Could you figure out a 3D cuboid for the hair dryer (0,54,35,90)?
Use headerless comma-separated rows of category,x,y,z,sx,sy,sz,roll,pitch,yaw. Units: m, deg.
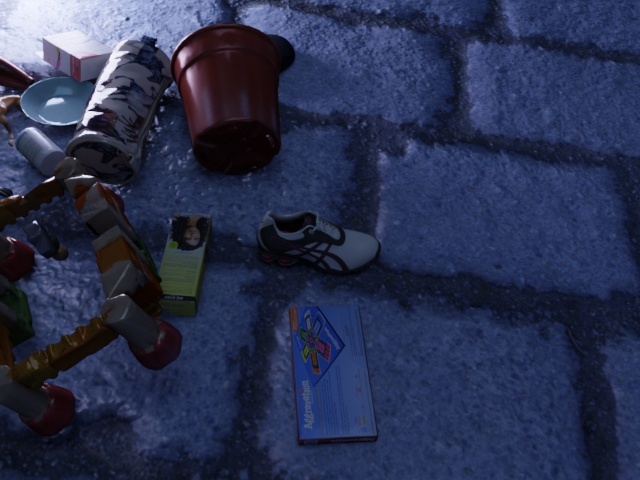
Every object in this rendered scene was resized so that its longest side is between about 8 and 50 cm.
hair dryer,-0.871,-0.387,1.679,0.294,0.080,0.223,-15,83,-18

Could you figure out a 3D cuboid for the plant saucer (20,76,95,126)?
plant saucer,-0.641,-0.336,1.674,0.195,0.037,0.194,5,49,-6

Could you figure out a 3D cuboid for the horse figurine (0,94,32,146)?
horse figurine,-0.829,-0.289,1.589,0.263,0.066,0.174,-1,61,-18

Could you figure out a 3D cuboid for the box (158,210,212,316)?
box,-0.283,0.045,1.398,0.087,0.058,0.232,4,51,-3

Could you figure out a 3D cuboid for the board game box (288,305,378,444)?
board game box,0.020,0.250,1.288,0.145,0.027,0.281,0,51,-8

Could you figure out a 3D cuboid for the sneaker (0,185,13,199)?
sneaker,-0.762,-0.114,1.476,0.188,0.067,0.078,20,30,11

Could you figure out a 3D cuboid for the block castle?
block castle,-0.457,0.090,1.230,0.303,0.212,0.453,-32,53,-3

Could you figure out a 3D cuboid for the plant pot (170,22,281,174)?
plant pot,-0.208,-0.317,1.587,0.273,0.272,0.265,-5,60,-11

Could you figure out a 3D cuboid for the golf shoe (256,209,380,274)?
golf shoe,0.000,0.000,1.431,0.273,0.120,0.105,3,49,-6

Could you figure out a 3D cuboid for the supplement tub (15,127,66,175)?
supplement tub,-0.647,-0.206,1.550,0.107,0.071,0.071,39,57,23

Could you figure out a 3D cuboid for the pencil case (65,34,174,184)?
pencil case,-0.462,-0.311,1.599,0.184,0.159,0.410,-5,49,13

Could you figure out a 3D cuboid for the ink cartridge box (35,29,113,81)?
ink cartridge box,-0.647,-0.494,1.765,0.198,0.067,0.115,31,39,24

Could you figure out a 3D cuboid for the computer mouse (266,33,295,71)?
computer mouse,-0.156,-0.491,1.839,0.189,0.072,0.272,21,52,12
